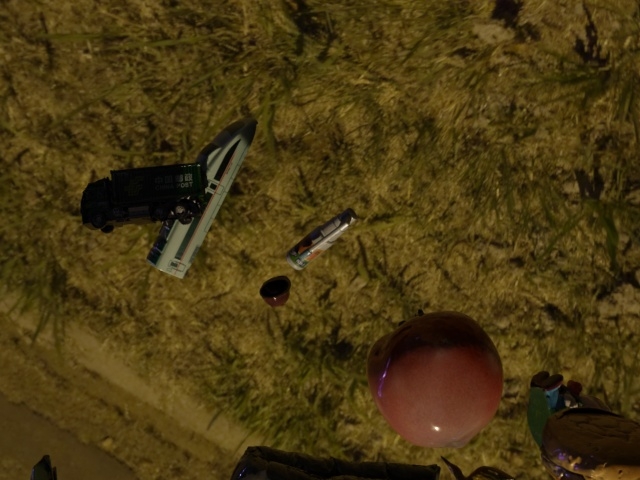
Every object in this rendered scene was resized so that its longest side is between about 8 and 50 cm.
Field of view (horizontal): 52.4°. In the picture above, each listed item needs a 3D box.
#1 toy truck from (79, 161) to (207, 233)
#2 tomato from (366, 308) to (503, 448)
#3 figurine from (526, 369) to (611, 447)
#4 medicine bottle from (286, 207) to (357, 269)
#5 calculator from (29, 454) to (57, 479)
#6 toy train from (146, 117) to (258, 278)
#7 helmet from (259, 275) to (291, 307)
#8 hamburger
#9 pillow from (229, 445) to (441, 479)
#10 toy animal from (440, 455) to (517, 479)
[{"bbox_3d":[-0.376,-0.089,1.392,0.258,0.088,0.121,-7,79,-4],"label":"toy truck"},{"bbox_3d":[0.268,0.327,1.517,0.321,0.321,0.322,9,116,20],"label":"tomato"},{"bbox_3d":[0.582,0.381,1.490,0.127,0.234,0.185,156,108,-66],"label":"figurine"},{"bbox_3d":[0.000,0.000,1.641,0.061,0.092,0.220,45,119,-9],"label":"medicine bottle"},{"bbox_3d":[-0.579,0.612,1.302,0.058,0.248,0.274,12,96,-25],"label":"calculator"},{"bbox_3d":[-0.272,-0.116,1.495,0.086,0.088,0.407,26,89,52],"label":"toy train"},{"bbox_3d":[-0.116,0.149,1.774,0.089,0.111,0.057,-12,116,10],"label":"helmet"},{"bbox_3d":[0.475,0.365,1.098,0.213,0.213,0.108,7,104,21],"label":"hamburger"},{"bbox_3d":[0.005,0.363,0.782,0.326,0.101,0.228,21,98,-32],"label":"pillow"},{"bbox_3d":[0.335,0.591,1.548,0.155,0.219,0.095,41,151,42],"label":"toy animal"}]
